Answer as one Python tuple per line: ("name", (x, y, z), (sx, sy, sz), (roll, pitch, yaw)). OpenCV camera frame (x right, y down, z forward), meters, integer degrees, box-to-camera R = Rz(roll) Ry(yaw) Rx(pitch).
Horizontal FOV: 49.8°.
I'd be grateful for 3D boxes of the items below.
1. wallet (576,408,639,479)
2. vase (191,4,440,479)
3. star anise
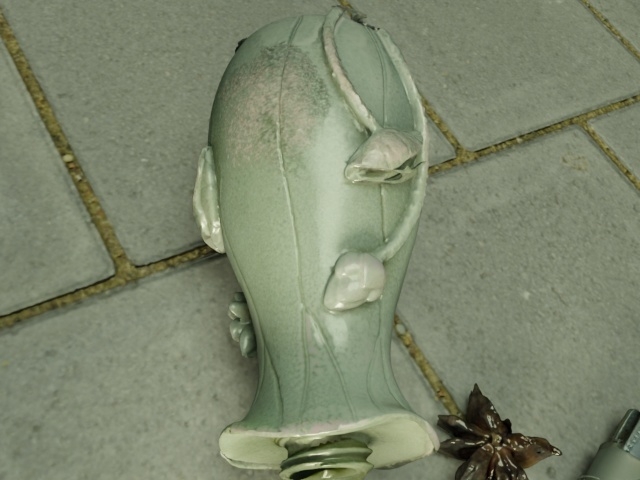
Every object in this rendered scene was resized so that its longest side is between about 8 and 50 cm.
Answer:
("wallet", (0.343, 0.284, 0.696), (0.170, 0.069, 0.231), (47, 56, 9))
("vase", (0.000, 0.000, 0.675), (0.250, 0.250, 0.445), (6, 61, -15))
("star anise", (0.164, 0.216, 0.686), (0.124, 0.056, 0.129), (38, 50, 23))
